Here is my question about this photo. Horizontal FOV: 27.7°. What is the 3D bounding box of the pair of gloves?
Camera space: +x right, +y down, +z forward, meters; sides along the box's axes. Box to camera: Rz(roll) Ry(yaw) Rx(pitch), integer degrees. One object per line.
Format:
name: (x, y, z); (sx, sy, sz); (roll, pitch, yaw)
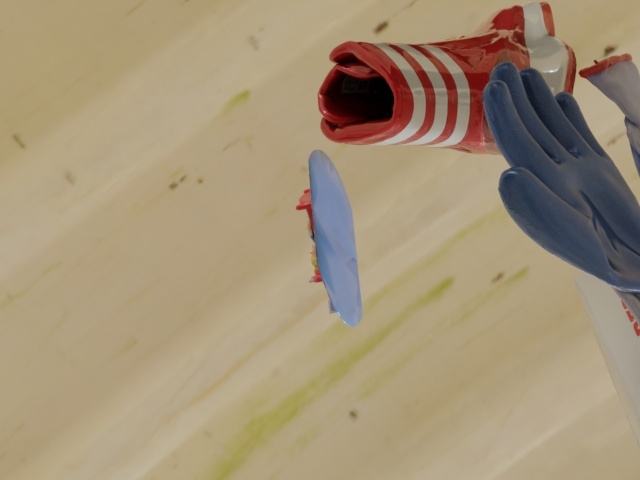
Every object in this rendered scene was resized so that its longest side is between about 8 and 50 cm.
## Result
pair of gloves: (0.144, -0.016, 0.593); (0.023, 0.198, 0.159); (-38, -102, 36)

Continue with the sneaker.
sneaker: (0.064, -0.098, 0.732); (0.128, 0.221, 0.087); (6, -80, -2)

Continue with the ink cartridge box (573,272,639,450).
ink cartridge box: (0.341, 0.067, 0.873); (0.289, 0.211, 0.121); (-23, -61, 9)

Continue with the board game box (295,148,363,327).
board game box: (0.000, 0.000, 1.209); (0.033, 0.169, 0.133); (-13, -25, 15)
